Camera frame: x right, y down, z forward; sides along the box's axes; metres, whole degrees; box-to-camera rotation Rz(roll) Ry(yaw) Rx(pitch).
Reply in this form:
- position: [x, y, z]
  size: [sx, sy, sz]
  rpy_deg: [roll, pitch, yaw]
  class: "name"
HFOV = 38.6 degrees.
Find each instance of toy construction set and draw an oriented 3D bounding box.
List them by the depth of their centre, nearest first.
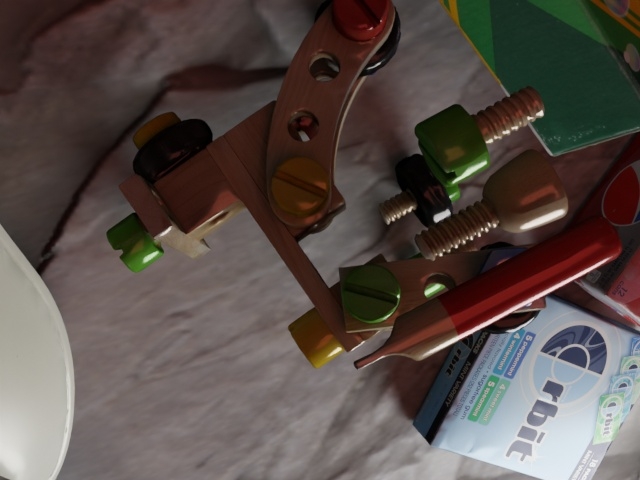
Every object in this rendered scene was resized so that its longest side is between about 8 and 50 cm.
- position: [0.000, 0.000, 0.559]
  size: [0.237, 0.309, 0.257]
  rpy_deg: [-28, 108, -4]
  class: "toy construction set"

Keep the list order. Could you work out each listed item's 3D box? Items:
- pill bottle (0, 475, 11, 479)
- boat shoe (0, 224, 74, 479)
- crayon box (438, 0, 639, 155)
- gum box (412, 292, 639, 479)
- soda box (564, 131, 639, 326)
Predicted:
- position: [-0.193, 0.302, 0.612]
  size: [0.176, 0.176, 0.318]
  rpy_deg: [-23, 130, -12]
  class: "pill bottle"
- position: [-0.256, 0.043, 0.596]
  size: [0.099, 0.116, 0.319]
  rpy_deg: [2, 124, 24]
  class: "boat shoe"
- position: [0.116, -0.238, 0.561]
  size: [0.323, 0.083, 0.203]
  rpy_deg: [46, 51, -26]
  class: "crayon box"
- position: [0.195, 0.128, 0.809]
  size: [0.184, 0.041, 0.157]
  rpy_deg: [22, 100, -25]
  class: "gum box"
- position: [0.311, -0.056, 0.757]
  size: [0.083, 0.092, 0.263]
  rpy_deg: [34, 95, -27]
  class: "soda box"
